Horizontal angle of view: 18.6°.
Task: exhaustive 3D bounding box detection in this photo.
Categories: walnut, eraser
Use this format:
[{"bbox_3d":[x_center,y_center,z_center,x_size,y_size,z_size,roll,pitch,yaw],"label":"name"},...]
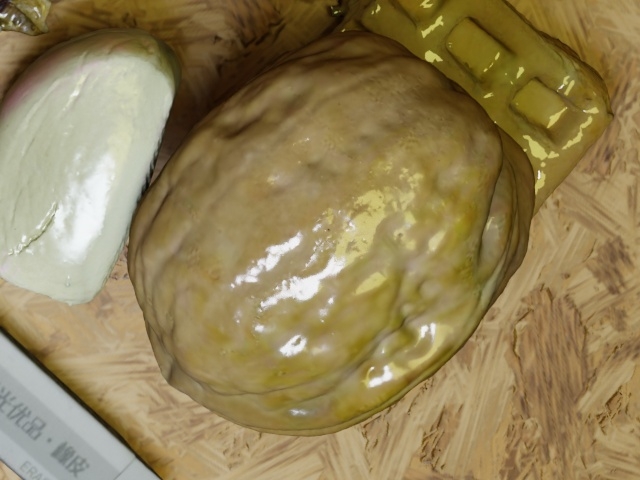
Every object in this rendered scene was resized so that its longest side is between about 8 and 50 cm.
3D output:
[{"bbox_3d":[0.002,0.003,1.588,0.344,0.306,0.306,-41,119,9],"label":"walnut"},{"bbox_3d":[-0.274,0.144,1.734,0.089,0.061,0.352,-45,120,-3],"label":"eraser"}]

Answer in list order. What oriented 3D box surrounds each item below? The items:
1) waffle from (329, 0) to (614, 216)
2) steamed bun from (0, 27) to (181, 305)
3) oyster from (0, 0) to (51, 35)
[{"bbox_3d":[0.087,-0.082,1.804,0.304,0.077,0.348,38,91,-30],"label":"waffle"},{"bbox_3d":[-0.215,-0.072,1.633,0.152,0.170,0.239,18,101,-8],"label":"steamed bun"},{"bbox_3d":[-0.367,-0.242,1.560,0.345,0.079,0.129,21,120,-30],"label":"oyster"}]
